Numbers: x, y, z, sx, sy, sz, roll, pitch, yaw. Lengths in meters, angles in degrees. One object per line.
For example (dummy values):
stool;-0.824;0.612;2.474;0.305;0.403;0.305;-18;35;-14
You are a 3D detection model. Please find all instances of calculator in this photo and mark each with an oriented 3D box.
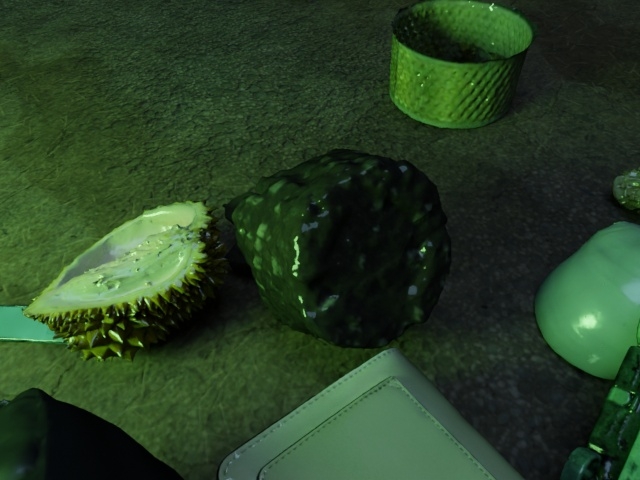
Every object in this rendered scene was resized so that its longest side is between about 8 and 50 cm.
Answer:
calculator;-0.379;0.115;0.654;0.171;0.018;0.057;2;47;4

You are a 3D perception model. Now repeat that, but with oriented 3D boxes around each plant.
plant;0.524;-0.099;0.738;0.116;0.122;0.104;-22;40;-7
plant;0.000;0.000;0.625;0.215;0.213;0.312;-28;15;-23

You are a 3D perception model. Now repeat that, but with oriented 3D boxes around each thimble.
thimble;0.271;-0.356;0.952;0.270;0.150;0.271;-2;49;2

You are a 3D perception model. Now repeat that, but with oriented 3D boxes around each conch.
conch;0.379;0.066;0.613;0.221;0.121;0.184;-44;30;-25

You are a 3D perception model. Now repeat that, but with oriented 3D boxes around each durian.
durian;-0.222;0.051;0.624;0.249;0.138;0.183;-37;23;-13

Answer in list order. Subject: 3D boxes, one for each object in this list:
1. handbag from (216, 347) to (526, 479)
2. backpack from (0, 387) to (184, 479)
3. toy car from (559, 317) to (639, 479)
handbag;0.103;0.286;0.391;0.236;0.160;0.358;-28;54;-27
backpack;-0.272;0.331;0.282;0.445;0.255;0.363;-44;37;-5
toy car;0.354;0.188;0.457;0.136;0.125;0.306;17;67;51
